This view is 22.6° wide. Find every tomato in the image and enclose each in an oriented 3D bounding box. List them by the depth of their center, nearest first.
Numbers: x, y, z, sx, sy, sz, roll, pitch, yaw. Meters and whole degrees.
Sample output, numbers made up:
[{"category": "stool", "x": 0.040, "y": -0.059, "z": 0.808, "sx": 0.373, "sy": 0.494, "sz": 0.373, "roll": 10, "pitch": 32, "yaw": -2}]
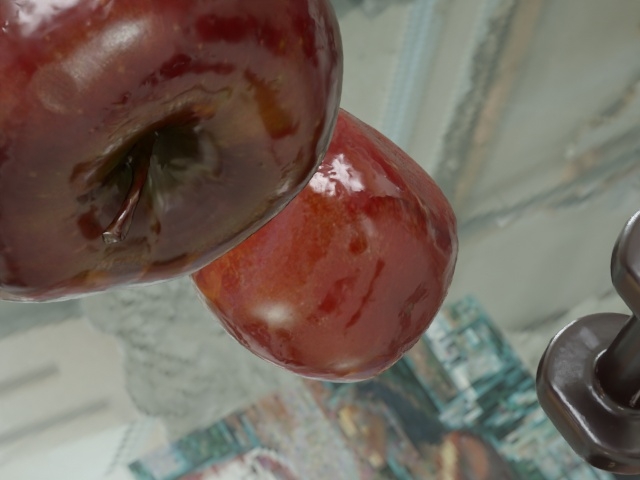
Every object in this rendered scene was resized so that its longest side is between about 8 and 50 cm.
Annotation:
[{"category": "tomato", "x": 0.000, "y": 0.000, "z": 1.818, "sx": 0.293, "sy": 0.290, "sz": 0.325, "roll": -57, "pitch": -33, "yaw": -2}]

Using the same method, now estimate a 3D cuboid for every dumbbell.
[{"category": "dumbbell", "x": 0.258, "y": 0.074, "z": 1.217, "sx": 0.124, "sy": 0.140, "sz": 0.225, "roll": -25, "pitch": -25, "yaw": -26}]

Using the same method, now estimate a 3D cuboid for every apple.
[{"category": "apple", "x": -0.138, "y": -0.116, "z": 0.929, "sx": 0.288, "sy": 0.317, "sz": 0.288, "roll": -16, "pitch": -47, "yaw": -18}]
